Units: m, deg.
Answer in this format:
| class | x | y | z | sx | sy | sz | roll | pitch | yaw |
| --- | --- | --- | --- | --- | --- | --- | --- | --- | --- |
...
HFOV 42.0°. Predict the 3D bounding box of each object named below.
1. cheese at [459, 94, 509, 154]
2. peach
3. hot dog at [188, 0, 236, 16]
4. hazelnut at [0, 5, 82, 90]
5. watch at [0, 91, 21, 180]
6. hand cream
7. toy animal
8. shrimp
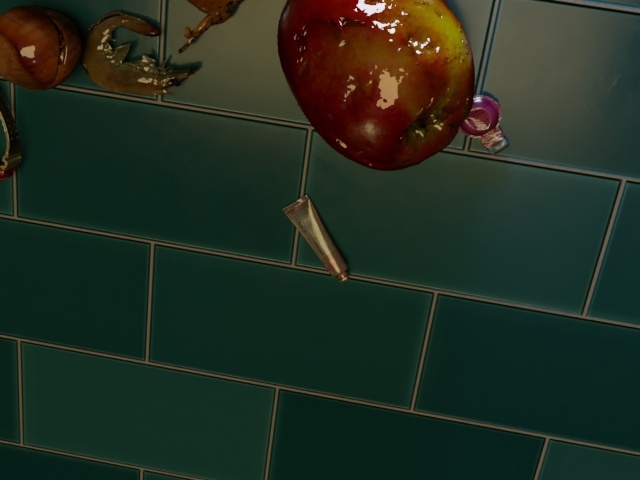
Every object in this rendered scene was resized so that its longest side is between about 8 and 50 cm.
| class | x | y | z | sx | sy | sz | roll | pitch | yaw |
| --- | --- | --- | --- | --- | --- | --- | --- | --- | --- |
| cheese | 0.335 | -0.239 | 1.710 | 0.095 | 0.038 | 0.145 | -30 | 112 | 20 |
| peach | 0.101 | -0.353 | 1.580 | 0.339 | 0.353 | 0.417 | -38 | 62 | 14 |
| hot dog | -0.209 | -0.613 | 1.404 | 0.196 | 0.365 | 0.368 | 31 | 96 | 35 |
| hazelnut | -0.578 | -0.391 | 1.714 | 0.182 | 0.182 | 0.182 | 3 | 114 | 7 |
| watch | -0.759 | -0.257 | 1.839 | 0.164 | 0.102 | 0.269 | -15 | 102 | 16 |
| hand cream | 0.000 | 0.000 | 1.863 | 0.067 | 0.043 | 0.210 | -31 | 100 | 19 |
| toy animal | -0.202 | -0.472 | 1.665 | 0.255 | 0.116 | 0.114 | -39 | 60 | 25 |
| shrimp | -0.386 | -0.391 | 1.743 | 0.253 | 0.058 | 0.173 | 0 | 105 | 11 |
